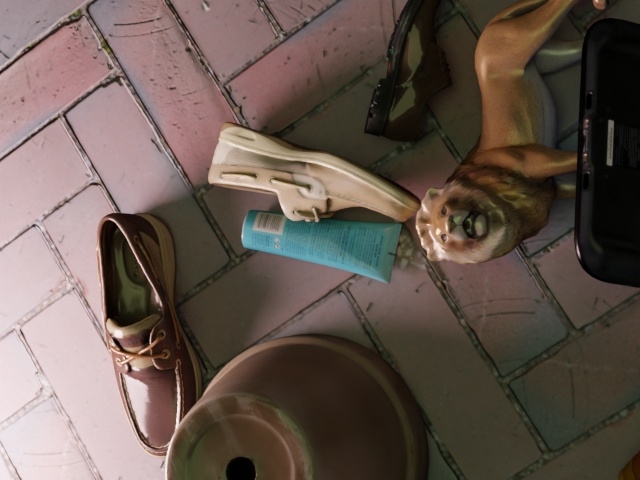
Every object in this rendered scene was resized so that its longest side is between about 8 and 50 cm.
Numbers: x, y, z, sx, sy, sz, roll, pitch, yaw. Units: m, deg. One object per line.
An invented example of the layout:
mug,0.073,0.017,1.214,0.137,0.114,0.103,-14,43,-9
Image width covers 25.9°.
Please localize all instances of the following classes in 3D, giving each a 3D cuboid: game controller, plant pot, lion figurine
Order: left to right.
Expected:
plant pot,-0.051,0.274,1.728,0.323,0.280,0.323,-2,85,17
lion figurine,0.251,-0.158,1.753,0.240,0.142,0.392,-1,72,25
game controller,0.375,-0.104,1.649,0.167,0.067,0.319,8,80,-20

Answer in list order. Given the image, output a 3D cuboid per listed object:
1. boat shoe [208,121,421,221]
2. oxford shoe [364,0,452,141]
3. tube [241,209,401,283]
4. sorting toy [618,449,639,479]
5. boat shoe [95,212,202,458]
boat shoe,-0.012,-0.069,1.828,0.302,0.109,0.098,20,90,24
oxford shoe,0.132,-0.237,1.819,0.096,0.083,0.227,16,91,-1
tube,0.000,0.000,1.853,0.207,0.052,0.080,10,89,14
sorting toy,0.459,0.388,1.666,0.126,0.127,0.365,-29,79,44
boat shoe,-0.246,0.127,1.881,0.123,0.123,0.341,-9,83,17
